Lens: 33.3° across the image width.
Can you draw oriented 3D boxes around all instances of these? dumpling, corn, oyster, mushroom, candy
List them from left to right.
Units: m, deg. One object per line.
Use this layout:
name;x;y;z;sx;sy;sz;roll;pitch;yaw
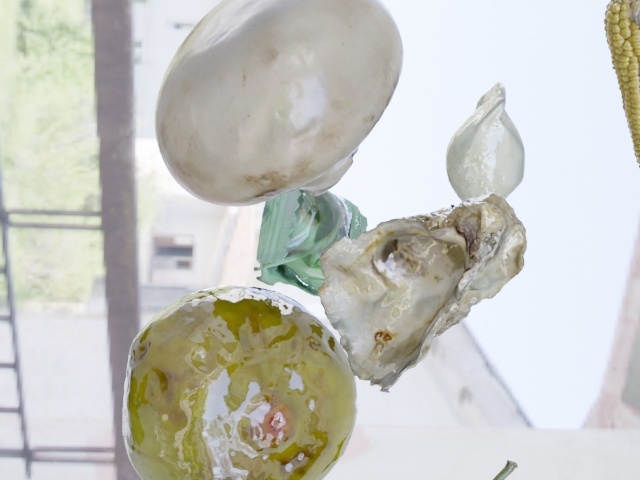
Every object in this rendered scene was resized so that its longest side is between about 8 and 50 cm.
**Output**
mushroom;-0.042;-0.185;1.438;0.294;0.362;0.362;48;21;-30
candy;0.006;-0.001;2.201;0.398;0.172;0.262;32;62;-49
oyster;0.101;0.037;1.005;0.233;0.107;0.161;-41;-116;33
dumpling;0.255;-0.130;1.672;0.166;0.126;0.215;-85;154;-70
corn;0.463;-0.208;1.474;0.106;0.106;0.293;-105;177;-75

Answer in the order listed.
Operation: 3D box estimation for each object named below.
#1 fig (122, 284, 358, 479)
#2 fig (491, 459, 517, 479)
fig;-0.123;0.221;1.485;0.343;0.343;0.343;-178;-90;-85
fig;0.260;0.450;1.704;0.245;0.149;0.149;-62;164;-46
